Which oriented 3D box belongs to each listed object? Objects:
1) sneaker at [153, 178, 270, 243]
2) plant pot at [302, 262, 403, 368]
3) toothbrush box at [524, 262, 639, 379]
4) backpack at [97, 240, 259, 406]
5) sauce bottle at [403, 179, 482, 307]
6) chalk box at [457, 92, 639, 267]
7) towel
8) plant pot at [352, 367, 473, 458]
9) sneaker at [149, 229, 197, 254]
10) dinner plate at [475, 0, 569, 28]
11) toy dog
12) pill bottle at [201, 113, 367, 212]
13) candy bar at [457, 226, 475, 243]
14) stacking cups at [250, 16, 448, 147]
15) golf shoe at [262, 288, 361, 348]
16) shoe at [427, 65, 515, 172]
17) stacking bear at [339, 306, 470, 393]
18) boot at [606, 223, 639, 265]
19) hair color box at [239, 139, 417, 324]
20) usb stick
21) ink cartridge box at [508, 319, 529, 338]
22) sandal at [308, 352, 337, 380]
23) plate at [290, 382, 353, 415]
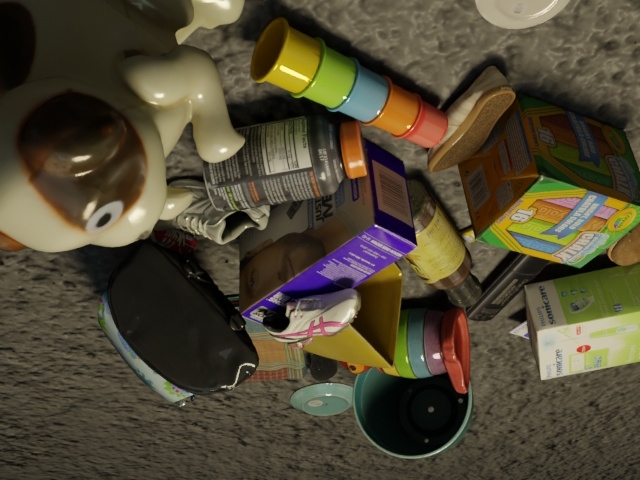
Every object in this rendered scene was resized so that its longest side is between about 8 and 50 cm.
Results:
[{"bbox_3d":[-0.195,-0.043,1.332,0.232,0.115,0.090,-11,143,10],"label":"sneaker"},{"bbox_3d":[0.026,0.115,1.511,0.187,0.212,0.212,-7,146,27],"label":"plant pot"},{"bbox_3d":[0.578,0.165,1.614,0.283,0.122,0.206,-11,140,8],"label":"toothbrush box"},{"bbox_3d":[-0.268,0.154,1.425,0.273,0.355,0.290,-42,97,2],"label":"backpack"},{"bbox_3d":[0.215,0.022,1.462,0.111,0.111,0.344,-20,139,21],"label":"sauce bottle"},{"bbox_3d":[0.403,-0.084,1.281,0.289,0.180,0.179,12,141,-23],"label":"chalk box"},{"bbox_3d":[-0.175,0.235,1.777,0.272,0.040,0.370,-4,144,2],"label":"towel"},{"bbox_3d":[0.243,0.386,1.852,0.272,0.271,0.255,-15,156,15],"label":"plant pot"},{"bbox_3d":[-0.268,-0.009,1.434,0.067,0.042,0.118,-8,151,12],"label":"sneaker"},{"bbox_3d":[0.281,-0.340,1.059,0.141,0.017,0.141,-2,145,-1],"label":"dinner plate"},{"bbox_3d":[-0.269,-0.172,0.907,0.285,0.407,0.395,-28,138,28],"label":"toy dog"},{"bbox_3d":[-0.052,-0.124,1.224,0.246,0.130,0.130,-9,143,7],"label":"pill bottle"},{"bbox_3d":[0.333,-0.034,1.475,0.162,0.018,0.040,-27,134,29],"label":"candy bar"},{"bbox_3d":[0.058,-0.219,1.141,0.316,0.096,0.096,18,138,-29],"label":"stacking cups"},{"bbox_3d":[-0.015,0.126,1.308,0.186,0.067,0.086,-31,134,32],"label":"golf shoe"},{"bbox_3d":[0.230,-0.186,1.237,0.077,0.058,0.219,-7,153,-30],"label":"shoe"},{"bbox_3d":[0.168,0.230,1.705,0.289,0.164,0.175,-5,131,21],"label":"stacking bear"},{"bbox_3d":[0.681,-0.011,1.460,0.112,0.115,0.305,25,137,-37],"label":"boot"},{"bbox_3d":[0.000,0.000,1.352,0.110,0.185,0.339,25,134,-33],"label":"hair color box"},{"bbox_3d":[0.390,0.085,1.621,0.077,0.045,0.278,3,143,-21],"label":"usb stick"},{"bbox_3d":[0.560,0.170,1.748,0.208,0.045,0.206,21,136,-29],"label":"ink cartridge box"},{"bbox_3d":[0.000,0.263,1.839,0.067,0.040,0.179,-11,129,1],"label":"sandal"},{"bbox_3d":[0.014,0.427,2.067,0.188,0.024,0.188,-3,145,-2],"label":"plate"}]
